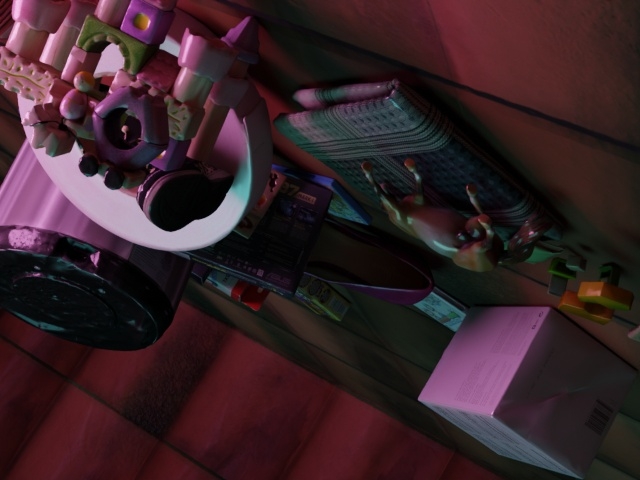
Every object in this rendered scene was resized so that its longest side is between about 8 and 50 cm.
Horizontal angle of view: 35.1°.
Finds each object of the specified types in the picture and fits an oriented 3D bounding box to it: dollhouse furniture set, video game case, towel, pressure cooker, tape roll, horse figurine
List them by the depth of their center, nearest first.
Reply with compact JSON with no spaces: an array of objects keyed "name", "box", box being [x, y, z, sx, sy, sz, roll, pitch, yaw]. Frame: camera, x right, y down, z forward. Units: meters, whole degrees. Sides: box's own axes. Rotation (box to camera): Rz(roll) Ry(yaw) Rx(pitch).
[{"name":"horse figurine","box":[0.159,-0.025,1.257,0.263,0.066,0.174,25,160,28]},{"name":"dollhouse furniture set","box":[0.299,0.043,1.281,0.152,0.058,0.076,18,168,-11]},{"name":"towel","box":[0.121,-0.099,1.320,0.312,0.056,0.324,36,164,-25]},{"name":"tape roll","box":[-0.253,-0.161,1.451,0.392,0.072,0.392,14,129,19]},{"name":"video game case","box":[-0.002,-0.078,1.709,0.166,0.015,0.119,18,160,47]},{"name":"pressure cooker","box":[-0.372,-0.056,1.796,0.376,0.420,0.370,16,151,2]},{"name":"video game case","box":[0.219,0.120,1.899,0.143,0.019,0.157,33,167,-2]}]

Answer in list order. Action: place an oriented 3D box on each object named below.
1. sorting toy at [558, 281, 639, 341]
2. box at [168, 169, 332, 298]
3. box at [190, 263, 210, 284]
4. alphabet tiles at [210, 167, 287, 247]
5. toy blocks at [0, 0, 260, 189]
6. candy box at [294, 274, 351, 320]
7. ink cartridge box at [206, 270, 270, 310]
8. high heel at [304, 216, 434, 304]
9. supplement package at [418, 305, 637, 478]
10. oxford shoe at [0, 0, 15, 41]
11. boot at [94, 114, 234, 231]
[{"name":"sorting toy","box":[0.445,0.097,1.171,0.307,0.041,0.229,20,164,5]},{"name":"box","box":[-0.119,-0.032,1.631,0.233,0.183,0.059,20,166,2]},{"name":"box","box":[-0.288,-0.011,2.276,0.156,0.158,0.093,32,167,1]},{"name":"alphabet tiles","box":[-0.184,-0.111,1.609,0.237,0.198,0.009,31,169,6]},{"name":"toy blocks","box":[-0.227,-0.246,1.145,0.289,0.260,0.309,28,-164,7]},{"name":"candy box","box":[-0.029,0.111,2.351,0.187,0.053,0.109,39,165,-31]},{"name":"ink cartridge box","box":[-0.211,0.048,2.363,0.231,0.134,0.078,31,166,3]},{"name":"high heel","box":[0.011,0.009,1.709,0.377,0.127,0.181,17,174,-10]},{"name":"supplement package","box":[0.337,0.243,1.679,0.198,0.199,0.263,35,166,-14]},{"name":"oxford shoe","box":[-0.613,-0.458,1.616,0.348,0.123,0.130,42,-170,-40]},{"name":"boot","box":[-0.225,-0.096,1.296,0.179,0.085,0.236,34,-167,9]}]
